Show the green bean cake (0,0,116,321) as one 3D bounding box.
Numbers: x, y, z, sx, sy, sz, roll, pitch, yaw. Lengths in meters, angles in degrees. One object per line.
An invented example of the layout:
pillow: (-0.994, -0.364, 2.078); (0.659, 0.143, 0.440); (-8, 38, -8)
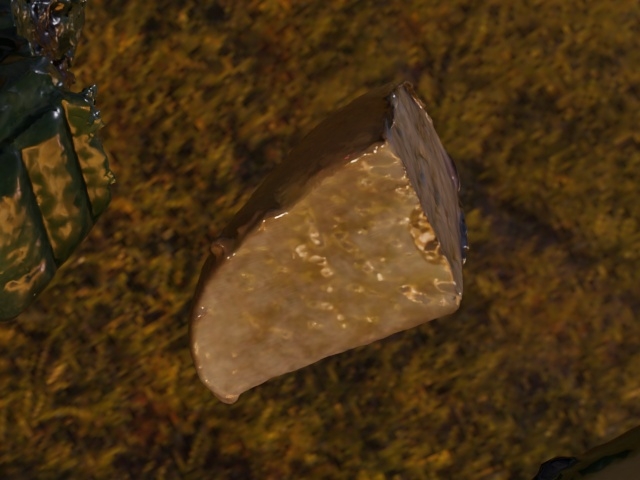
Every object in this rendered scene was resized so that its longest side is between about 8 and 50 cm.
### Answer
green bean cake: (-0.284, -0.125, 1.210); (0.300, 0.169, 0.308); (23, 54, 20)

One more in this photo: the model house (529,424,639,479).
model house: (0.251, 0.270, 0.967); (0.298, 0.243, 0.284); (-26, 95, -14)

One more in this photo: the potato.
potato: (-0.015, -0.021, 1.352); (0.211, 0.264, 0.189); (57, 14, -36)
